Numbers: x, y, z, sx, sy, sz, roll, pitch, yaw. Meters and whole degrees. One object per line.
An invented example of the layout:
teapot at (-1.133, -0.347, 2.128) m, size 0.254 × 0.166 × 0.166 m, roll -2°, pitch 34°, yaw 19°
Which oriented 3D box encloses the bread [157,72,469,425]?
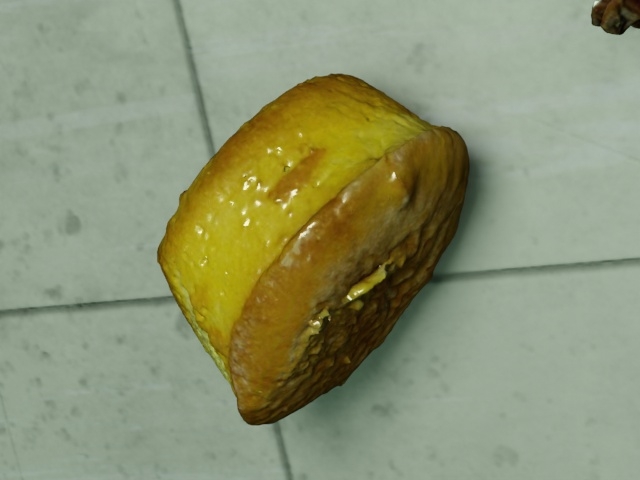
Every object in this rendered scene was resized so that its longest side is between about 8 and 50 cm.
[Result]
bread at (0.000, 0.000, 1.355) m, size 0.146 × 0.268 × 0.268 m, roll 41°, pitch 120°, yaw 17°

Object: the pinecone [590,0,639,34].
pinecone at (0.228, -0.220, 1.207) m, size 0.208 × 0.208 × 0.207 m, roll 8°, pitch 112°, yaw 19°
